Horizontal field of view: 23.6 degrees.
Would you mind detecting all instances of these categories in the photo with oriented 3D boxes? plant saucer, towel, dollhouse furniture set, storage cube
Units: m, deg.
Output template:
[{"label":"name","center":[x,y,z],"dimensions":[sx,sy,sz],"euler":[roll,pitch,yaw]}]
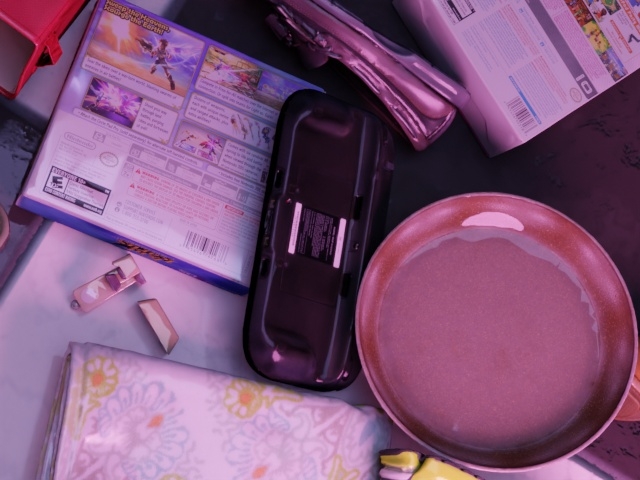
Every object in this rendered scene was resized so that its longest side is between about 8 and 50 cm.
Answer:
[{"label":"plant saucer","center":[0.187,0.101,1.659],"dimensions":[0.310,0.050,0.311],"euler":[3,70,-7]},{"label":"towel","center":[-0.118,0.293,1.568],"dimensions":[0.374,0.090,0.321],"euler":[15,75,-16]},{"label":"dollhouse furniture set","center":[-0.205,0.082,1.594],"dimensions":[0.081,0.091,0.114],"euler":[-31,93,-7]},{"label":"storage cube","center":[-0.323,-0.294,1.571],"dimensions":[0.215,0.183,0.193],"euler":[36,68,-8]}]

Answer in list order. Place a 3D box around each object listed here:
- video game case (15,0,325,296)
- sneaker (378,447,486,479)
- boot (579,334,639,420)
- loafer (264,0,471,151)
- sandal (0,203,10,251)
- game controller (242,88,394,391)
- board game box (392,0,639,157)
[{"label":"video game case","center":[-0.158,-0.102,1.651],"dimensions":[0.269,0.061,0.244],"euler":[23,73,-14]},{"label":"sneaker","center":[0.171,0.324,1.640],"dimensions":[0.300,0.111,0.121],"euler":[27,76,-22]},{"label":"boot","center":[0.414,0.116,1.783],"dimensions":[0.283,0.109,0.220],"euler":[30,63,1]},{"label":"loafer","center":[0.024,-0.209,1.716],"dimensions":[0.302,0.109,0.095],"euler":[32,97,-10]},{"label":"sandal","center":[-0.444,-0.081,1.535],"dimensions":[0.303,0.086,0.120],"euler":[43,69,-6]},{"label":"game controller","center":[0.000,0.000,1.656],"dimensions":[0.166,0.067,0.319],"euler":[16,77,-35]},{"label":"board game box","center":[0.272,-0.270,1.817],"dimensions":[0.303,0.097,0.224],"euler":[-32,91,-21]}]
